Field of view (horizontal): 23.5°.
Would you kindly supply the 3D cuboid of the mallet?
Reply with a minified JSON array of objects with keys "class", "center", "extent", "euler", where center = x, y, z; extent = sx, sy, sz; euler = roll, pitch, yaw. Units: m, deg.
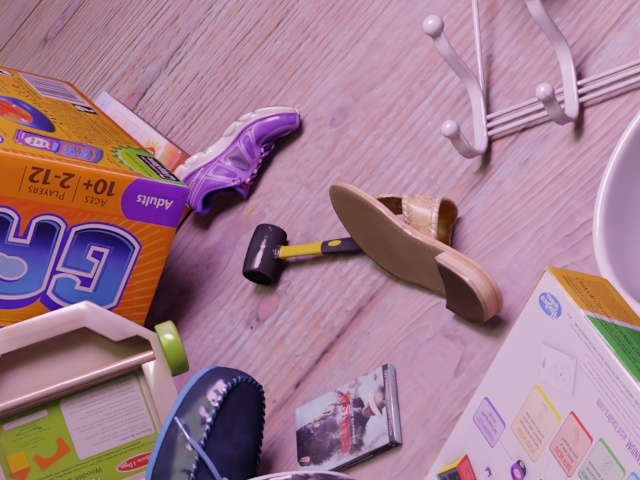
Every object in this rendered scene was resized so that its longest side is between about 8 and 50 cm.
[{"class":"mallet","center":[0.000,0.000,1.609],"extent":[0.189,0.039,0.062],"euler":[-14,52,34]}]

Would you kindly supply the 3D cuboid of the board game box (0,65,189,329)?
[{"class":"board game box","center":[-0.421,0.009,1.699],"extent":[0.356,0.356,0.356],"euler":[40,113,51]}]

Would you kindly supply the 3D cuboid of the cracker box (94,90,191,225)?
[{"class":"cracker box","center":[-0.243,-0.071,1.877],"extent":[0.156,0.067,0.232],"euler":[-54,40,2]}]

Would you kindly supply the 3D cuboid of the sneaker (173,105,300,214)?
[{"class":"sneaker","center":[-0.085,-0.089,1.748],"extent":[0.170,0.068,0.071],"euler":[-38,72,14]}]

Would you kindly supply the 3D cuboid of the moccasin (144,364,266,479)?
[{"class":"moccasin","center":[-0.097,0.292,1.446],"extent":[0.116,0.137,0.342],"euler":[5,81,43]}]

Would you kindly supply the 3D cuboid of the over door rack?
[{"class":"over door rack","center":[0.225,-0.259,1.501],"extent":[0.239,0.108,0.324],"euler":[-18,51,36]}]

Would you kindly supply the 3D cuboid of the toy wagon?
[{"class":"toy wagon","center":[-0.233,0.241,1.537],"extent":[0.267,0.068,0.344],"euler":[-19,85,-9]}]

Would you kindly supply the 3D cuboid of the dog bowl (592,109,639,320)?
[{"class":"dog bowl","center":[0.347,-0.029,1.196],"extent":[0.265,0.104,0.265],"euler":[-32,42,33]}]

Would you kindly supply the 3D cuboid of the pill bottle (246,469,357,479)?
[{"class":"pill bottle","center":[-0.014,0.328,1.295],"extent":[0.130,0.130,0.246],"euler":[-24,61,33]}]

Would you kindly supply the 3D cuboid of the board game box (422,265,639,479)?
[{"class":"board game box","center":[0.174,0.217,1.165],"extent":[0.317,0.064,0.242],"euler":[-63,34,25]}]

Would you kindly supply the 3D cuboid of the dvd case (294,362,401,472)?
[{"class":"dvd case","center":[0.025,0.177,1.471],"extent":[0.119,0.013,0.087],"euler":[-28,46,29]}]

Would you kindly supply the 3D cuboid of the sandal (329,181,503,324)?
[{"class":"sandal","center":[0.110,-0.003,1.482],"extent":[0.079,0.088,0.240],"euler":[-31,42,-21]}]
